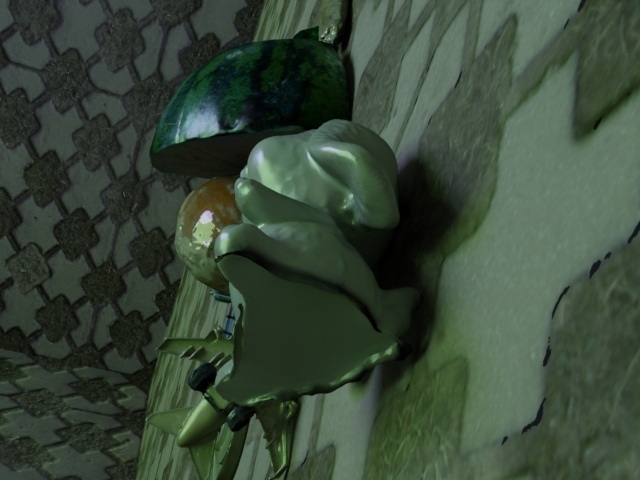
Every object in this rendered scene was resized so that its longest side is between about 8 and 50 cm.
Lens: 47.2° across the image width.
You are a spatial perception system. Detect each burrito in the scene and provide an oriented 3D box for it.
[{"bbox_3d":[0.022,-0.381,1.237,0.058,0.045,0.188,119,161,-44],"label":"burrito"}]

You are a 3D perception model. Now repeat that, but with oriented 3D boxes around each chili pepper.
[{"bbox_3d":[-0.017,-0.349,1.333,0.216,0.062,0.108,-138,64,-73],"label":"chili pepper"}]

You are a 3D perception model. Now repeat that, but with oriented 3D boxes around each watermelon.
[{"bbox_3d":[-0.114,-0.222,1.162,0.319,0.292,0.222,125,153,-78],"label":"watermelon"}]

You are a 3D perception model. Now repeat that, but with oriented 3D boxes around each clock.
[{"bbox_3d":[-0.162,0.315,1.262,0.235,0.029,0.234,-165,90,-76],"label":"clock"}]

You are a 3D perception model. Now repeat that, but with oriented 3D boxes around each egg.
[{"bbox_3d":[-0.129,-0.009,1.140,0.233,0.195,0.194,-175,100,-75],"label":"egg"}]

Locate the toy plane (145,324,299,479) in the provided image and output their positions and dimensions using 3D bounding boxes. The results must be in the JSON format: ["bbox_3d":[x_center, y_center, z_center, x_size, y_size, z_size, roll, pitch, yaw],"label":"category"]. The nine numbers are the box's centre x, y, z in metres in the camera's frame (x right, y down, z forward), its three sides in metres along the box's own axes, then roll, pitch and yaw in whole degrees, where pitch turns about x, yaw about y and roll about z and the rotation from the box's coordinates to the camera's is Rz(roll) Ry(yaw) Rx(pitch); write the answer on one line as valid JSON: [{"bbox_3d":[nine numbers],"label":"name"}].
[{"bbox_3d":[-0.097,0.174,0.913,0.244,0.229,0.092,-47,-17,-2],"label":"toy plane"}]

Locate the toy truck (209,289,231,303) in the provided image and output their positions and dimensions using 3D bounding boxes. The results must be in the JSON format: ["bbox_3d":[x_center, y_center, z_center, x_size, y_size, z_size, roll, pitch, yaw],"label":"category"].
[{"bbox_3d":[-0.171,0.047,1.482,0.115,0.080,0.177,121,160,-63],"label":"toy truck"}]

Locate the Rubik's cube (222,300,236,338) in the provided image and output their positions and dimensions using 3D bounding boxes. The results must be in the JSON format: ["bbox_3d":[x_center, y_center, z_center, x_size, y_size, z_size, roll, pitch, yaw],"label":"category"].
[{"bbox_3d":[-0.086,0.138,1.016,0.092,0.092,0.092,165,118,-74],"label":"Rubik's cube"}]

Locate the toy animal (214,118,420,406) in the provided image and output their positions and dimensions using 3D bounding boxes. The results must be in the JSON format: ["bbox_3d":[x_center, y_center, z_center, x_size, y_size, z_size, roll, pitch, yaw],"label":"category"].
[{"bbox_3d":[0.001,0.000,0.666,0.249,0.174,0.289,106,172,-64],"label":"toy animal"}]
